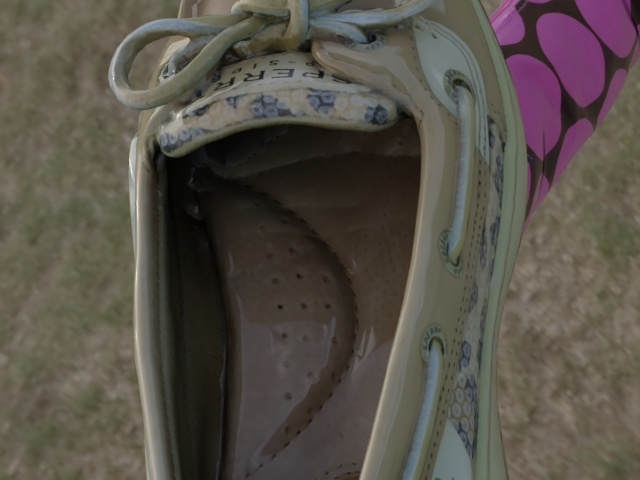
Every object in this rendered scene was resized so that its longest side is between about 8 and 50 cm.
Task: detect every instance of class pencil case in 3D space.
[{"bbox_3d":[0.097,-0.079,0.809,0.095,0.098,0.209,-15,24,38],"label":"pencil case"}]

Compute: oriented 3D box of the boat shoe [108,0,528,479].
[{"bbox_3d":[0.000,0.000,0.432,0.104,0.089,0.285,-15,62,16],"label":"boat shoe"}]
